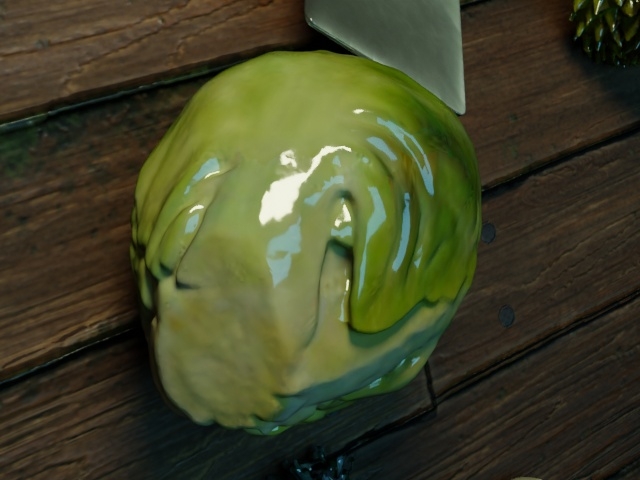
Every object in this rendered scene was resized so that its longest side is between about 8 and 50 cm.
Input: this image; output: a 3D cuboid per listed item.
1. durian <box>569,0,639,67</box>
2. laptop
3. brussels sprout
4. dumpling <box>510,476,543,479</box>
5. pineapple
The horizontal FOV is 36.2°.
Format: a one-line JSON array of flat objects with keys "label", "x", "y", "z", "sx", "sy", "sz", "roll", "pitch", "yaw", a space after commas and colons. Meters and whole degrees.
[{"label": "durian", "x": 0.372, "y": -0.340, "z": 1.060, "sx": 0.169, "sy": 0.158, "sz": 0.355, "roll": -59, "pitch": 169, "yaw": -55}, {"label": "laptop", "x": 0.063, "y": -0.255, "z": 0.923, "sx": 0.188, "sy": 0.015, "sz": 0.269, "roll": 26, "pitch": 50, "yaw": -31}, {"label": "brussels sprout", "x": 0.000, "y": 0.000, "z": 0.800, "sx": 0.344, "sy": 0.268, "sz": 0.344, "roll": 24, "pitch": 59, "yaw": -47}, {"label": "dumpling", "x": 0.231, "y": 0.296, "z": 1.096, "sx": 0.052, "sy": 0.076, "sz": 0.057, "roll": 1, "pitch": 87, "yaw": -10}, {"label": "pineapple", "x": 0.000, "y": 0.312, "z": 0.930, "sx": 0.103, "sy": 0.083, "sz": 0.221, "roll": -5, "pitch": 92, "yaw": -34}]
